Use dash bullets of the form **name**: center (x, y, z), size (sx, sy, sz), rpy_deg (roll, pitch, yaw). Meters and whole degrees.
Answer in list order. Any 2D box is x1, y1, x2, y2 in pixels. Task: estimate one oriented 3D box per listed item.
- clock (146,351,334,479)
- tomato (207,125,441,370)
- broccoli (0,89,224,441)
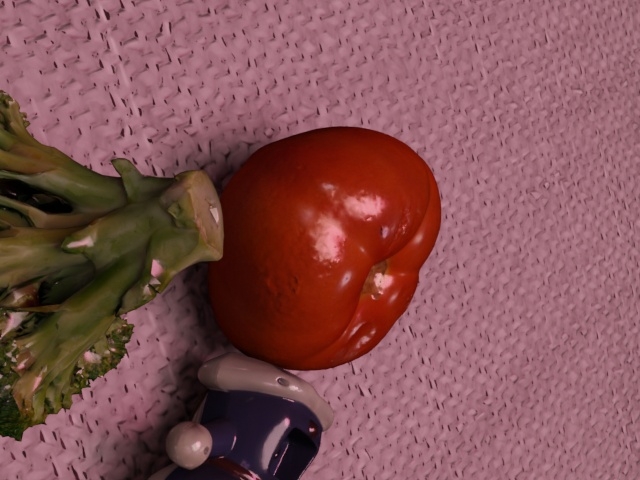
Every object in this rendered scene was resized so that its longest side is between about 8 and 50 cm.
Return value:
- **clock**: center (-0.091, 0.230, 1.047), size (0.243, 0.147, 0.199), rpy_deg (-65, 152, -24)
- **tomato**: center (0.000, -0.003, 1.104), size (0.260, 0.180, 0.259), rpy_deg (-45, 155, -27)
- **broccoli**: center (-0.200, 0.001, 0.873), size (0.254, 0.269, 0.269), rpy_deg (-58, 132, -66)
